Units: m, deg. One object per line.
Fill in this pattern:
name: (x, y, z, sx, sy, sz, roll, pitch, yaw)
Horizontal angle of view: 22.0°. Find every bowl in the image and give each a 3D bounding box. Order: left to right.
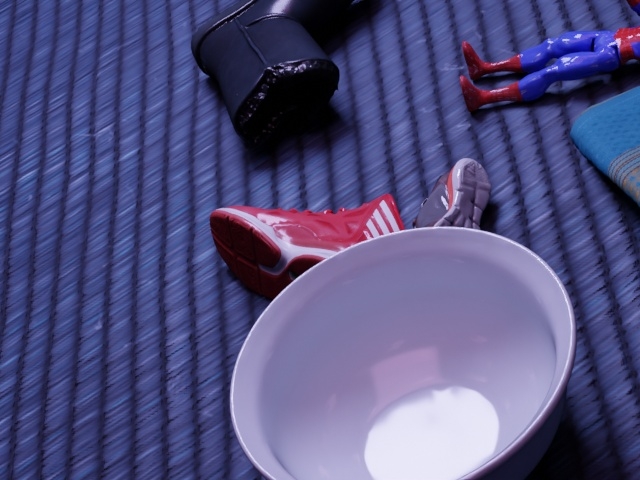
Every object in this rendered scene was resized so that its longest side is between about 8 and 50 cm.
bowl: (0.084, 0.138, 1.387, 0.297, 0.134, 0.298, -14, 42, 13)

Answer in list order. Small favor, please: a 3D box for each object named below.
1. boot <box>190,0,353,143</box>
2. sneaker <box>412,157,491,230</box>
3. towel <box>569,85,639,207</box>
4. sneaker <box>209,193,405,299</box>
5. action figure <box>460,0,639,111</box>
boot: (-0.016, -0.223, 1.833, 0.246, 0.094, 0.207, -34, 38, -1)
sneaker: (0.118, -0.008, 1.594, 0.065, 0.061, 0.158, -23, 32, 45)
towel: (0.398, -0.093, 1.474, 0.271, 0.040, 0.370, -25, 25, -1)
sneaker: (0.000, 0.000, 1.630, 0.128, 0.087, 0.221, -32, 41, -33)
action figure: (0.275, -0.217, 1.670, 0.280, 0.139, 0.091, -7, 45, 15)
